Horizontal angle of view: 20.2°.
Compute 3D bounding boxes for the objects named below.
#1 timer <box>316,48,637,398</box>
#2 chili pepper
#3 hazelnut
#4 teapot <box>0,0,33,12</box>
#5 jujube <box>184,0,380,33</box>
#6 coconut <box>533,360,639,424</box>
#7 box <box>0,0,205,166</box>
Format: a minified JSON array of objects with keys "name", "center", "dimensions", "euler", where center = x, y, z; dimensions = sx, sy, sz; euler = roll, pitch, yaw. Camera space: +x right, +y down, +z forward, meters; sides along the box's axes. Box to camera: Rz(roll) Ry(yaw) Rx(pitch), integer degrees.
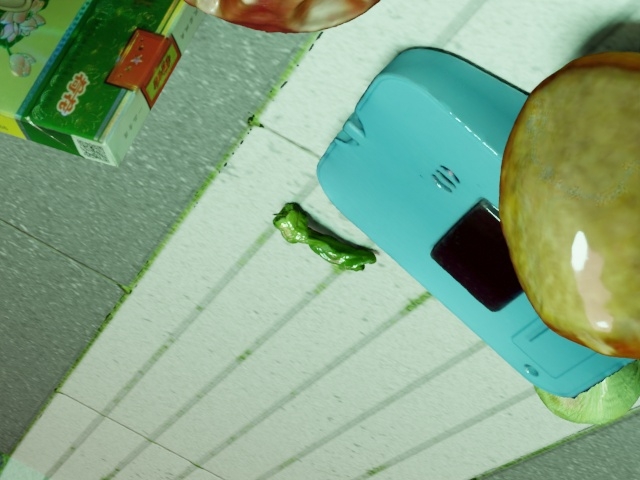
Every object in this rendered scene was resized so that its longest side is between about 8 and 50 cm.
[{"name":"timer","center":[0.128,-0.021,1.208],"dimensions":[0.250,0.091,0.232],"euler":[39,158,0]},{"name":"chili pepper","center":[0.000,0.001,1.423],"dimensions":[0.091,0.030,0.034],"euler":[30,138,-12]},{"name":"hazelnut","center":[0.184,-0.013,1.007],"dimensions":[0.182,0.182,0.182],"euler":[22,158,10]},{"name":"teapot","center":[-0.225,-0.197,1.159],"dimensions":[0.110,0.080,0.085],"euler":[21,158,12]},{"name":"jujube","center":[-0.055,-0.198,0.892],"dimensions":[0.230,0.155,0.155],"euler":[32,160,13]},{"name":"coconut","center":[0.199,0.096,1.342],"dimensions":[0.088,0.087,0.096],"euler":[25,166,4]},{"name":"box","center":[-0.208,-0.137,1.206],"dimensions":[0.235,0.132,0.034],"euler":[18,155,22]}]
